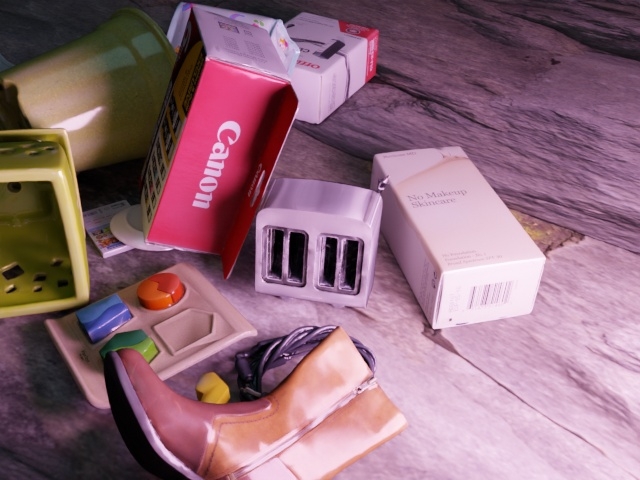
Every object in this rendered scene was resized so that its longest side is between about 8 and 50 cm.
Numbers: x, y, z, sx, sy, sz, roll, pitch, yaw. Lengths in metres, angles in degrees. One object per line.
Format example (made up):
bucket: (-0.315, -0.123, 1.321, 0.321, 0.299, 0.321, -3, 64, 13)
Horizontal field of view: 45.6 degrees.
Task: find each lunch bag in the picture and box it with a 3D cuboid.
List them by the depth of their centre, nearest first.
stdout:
lunch bag: (-0.192, -0.293, 1.435, 0.224, 0.160, 0.262, 17, 82, 19)

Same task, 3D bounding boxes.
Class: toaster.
toaster: (0.000, 0.000, 1.076, 0.168, 0.185, 0.110, 8, 30, 6)

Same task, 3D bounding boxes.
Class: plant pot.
plant pot: (-0.450, -0.039, 1.078, 0.228, 0.227, 0.207, -5, 32, -9)
plant pot: (-0.394, -0.226, 1.276, 0.254, 0.276, 0.276, -27, 46, -32)

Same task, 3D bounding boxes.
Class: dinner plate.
dinner plate: (-0.265, -0.028, 1.221, 0.141, 0.017, 0.141, 9, 31, -5)

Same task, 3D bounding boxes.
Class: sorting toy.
sorting toy: (-0.203, 0.128, 0.971, 0.229, 0.041, 0.307, -23, 35, -25)

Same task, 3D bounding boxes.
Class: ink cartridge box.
ink cartridge box: (-0.163, -0.143, 1.126, 0.130, 0.309, 0.271, 12, 30, -23)
ink cartridge box: (-0.022, -0.374, 1.621, 0.197, 0.114, 0.273, 19, 42, 20)

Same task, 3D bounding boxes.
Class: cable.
cable: (-0.012, 0.173, 0.961, 0.185, 0.047, 0.150, -8, 39, -14)

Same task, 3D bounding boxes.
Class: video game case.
video game case: (-0.331, -0.021, 1.226, 0.087, 0.011, 0.122, -20, 43, -28)

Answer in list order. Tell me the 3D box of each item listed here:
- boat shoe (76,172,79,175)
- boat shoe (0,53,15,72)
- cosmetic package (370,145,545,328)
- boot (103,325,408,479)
boat shoe: (-0.499, -0.130, 1.329, 0.153, 0.048, 0.056, -1, 38, -5)
boat shoe: (-0.619, -0.289, 1.495, 0.114, 0.091, 0.302, -32, 48, -10)
cosmetic package: (0.195, -0.016, 1.169, 0.160, 0.113, 0.309, -8, 40, -13)
boot: (-0.064, 0.172, 0.840, 0.280, 0.096, 0.264, -33, 78, -33)
